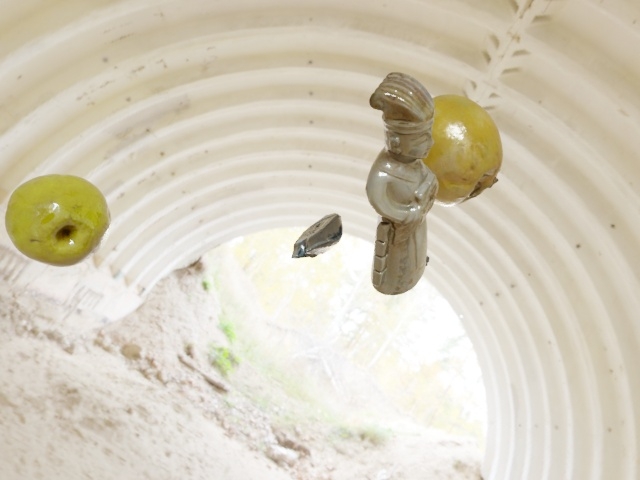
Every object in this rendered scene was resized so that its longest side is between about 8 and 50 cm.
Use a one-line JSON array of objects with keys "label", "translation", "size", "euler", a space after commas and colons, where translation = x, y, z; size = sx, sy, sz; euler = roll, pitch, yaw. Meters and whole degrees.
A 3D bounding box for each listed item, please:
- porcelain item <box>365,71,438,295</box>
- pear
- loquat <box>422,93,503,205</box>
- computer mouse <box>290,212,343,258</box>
[{"label": "porcelain item", "translation": [0.072, -0.042, 0.453], "size": [0.054, 0.084, 0.213], "euler": [18, -37, 21]}, {"label": "pear", "translation": [-0.407, -0.032, 0.813], "size": [0.149, 0.149, 0.162], "euler": [46, -10, -38]}, {"label": "loquat", "translation": [0.275, -0.199, 1.138], "size": [0.244, 0.244, 0.244], "euler": [31, -15, 10]}, {"label": "computer mouse", "translation": [0.000, 0.000, 0.865], "size": [0.079, 0.135, 0.047], "euler": [-27, -78, 34]}]
